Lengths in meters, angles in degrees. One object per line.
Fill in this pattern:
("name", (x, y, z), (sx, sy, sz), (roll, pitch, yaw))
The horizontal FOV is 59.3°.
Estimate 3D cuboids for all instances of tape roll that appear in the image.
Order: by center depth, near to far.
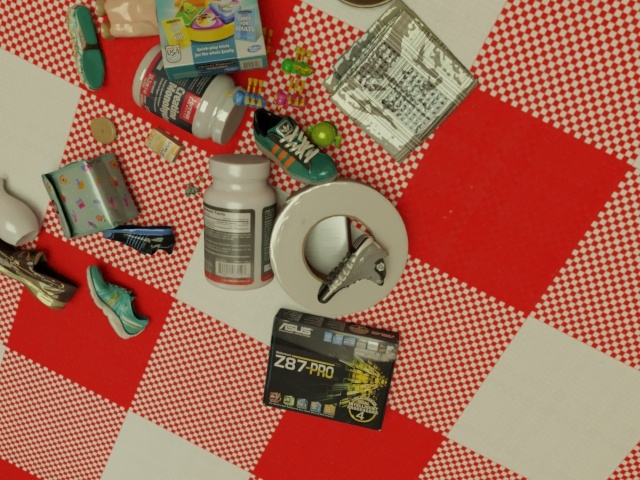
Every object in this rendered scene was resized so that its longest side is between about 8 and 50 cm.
("tape roll", (0.048, 0.019, 1.570), (0.392, 0.072, 0.392), (-1, 106, -3))

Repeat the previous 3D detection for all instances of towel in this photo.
("towel", (0.207, -0.423, 1.512), (0.324, 0.056, 0.312), (44, 109, -4))

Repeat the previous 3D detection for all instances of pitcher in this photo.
("pitcher", (-1.023, -0.070, 1.806), (0.178, 0.125, 0.207), (-40, 89, 11))

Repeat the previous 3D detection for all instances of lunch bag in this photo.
("lunch bag", (-0.728, -0.129, 1.721), (0.262, 0.160, 0.223), (-11, 106, 23))

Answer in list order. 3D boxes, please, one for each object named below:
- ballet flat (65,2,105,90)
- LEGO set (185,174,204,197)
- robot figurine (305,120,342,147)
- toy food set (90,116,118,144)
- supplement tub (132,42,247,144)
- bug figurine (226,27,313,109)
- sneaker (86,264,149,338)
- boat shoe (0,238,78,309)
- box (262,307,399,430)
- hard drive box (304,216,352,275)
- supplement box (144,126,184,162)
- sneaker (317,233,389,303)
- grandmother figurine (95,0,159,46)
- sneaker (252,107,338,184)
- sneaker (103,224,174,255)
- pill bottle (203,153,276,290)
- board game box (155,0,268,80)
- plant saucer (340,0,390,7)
("ballet flat", (-0.682, -0.555, 1.628), (0.077, 0.091, 0.241), (7, 106, 40))
("LEGO set", (-0.390, -0.162, 1.717), (0.054, 0.023, 0.083), (23, 110, 3))
("robot figurine", (0.011, -0.295, 1.555), (0.101, 0.115, 0.067), (20, 109, 3))
("toy food set", (-0.660, -0.334, 1.714), (0.083, 0.020, 0.082), (-9, 105, 12))
("supplement tub", (-0.354, -0.400, 1.548), (0.272, 0.191, 0.191), (28, 110, 0))
("bug figurine", (-0.129, -0.436, 1.504), (0.216, 0.279, 0.072), (12, 150, -9))
("sneaker", (-0.670, 0.191, 1.854), (0.110, 0.107, 0.275), (-32, 105, -2))
("boat shoe", (-0.952, 0.079, 1.853), (0.342, 0.123, 0.123), (42, 97, -5))
("box", (0.031, 0.408, 1.782), (0.395, 0.097, 0.318), (12, 106, 7))
("hard drive box", (0.000, 0.000, 1.663), (0.181, 0.089, 0.232), (-1, 107, 10))
("supplement box", (-0.468, -0.286, 1.685), (0.098, 0.036, 0.062), (35, 110, -2))
("sneaker", (0.102, 0.105, 1.519), (0.132, 0.086, 0.229), (36, 99, -15))
("grandmother figurine", (-0.436, -0.621, 1.549), (0.342, 0.104, 0.208), (4, 135, 6))
("sneaker", (-0.080, -0.257, 1.515), (0.302, 0.108, 0.121), (34, 156, 28))
("sneaker", (-0.574, 0.001, 1.771), (0.232, 0.081, 0.090), (2, 102, 10))
("pill bottle", (-0.232, -0.056, 1.624), (0.210, 0.210, 0.363), (6, 108, 8))
("board game box", (-0.286, -0.593, 1.432), (0.254, 0.079, 0.336), (-9, 81, -5))
("plant saucer", (0.121, -0.741, 1.436), (0.278, 0.041, 0.278), (3, 108, 9))
